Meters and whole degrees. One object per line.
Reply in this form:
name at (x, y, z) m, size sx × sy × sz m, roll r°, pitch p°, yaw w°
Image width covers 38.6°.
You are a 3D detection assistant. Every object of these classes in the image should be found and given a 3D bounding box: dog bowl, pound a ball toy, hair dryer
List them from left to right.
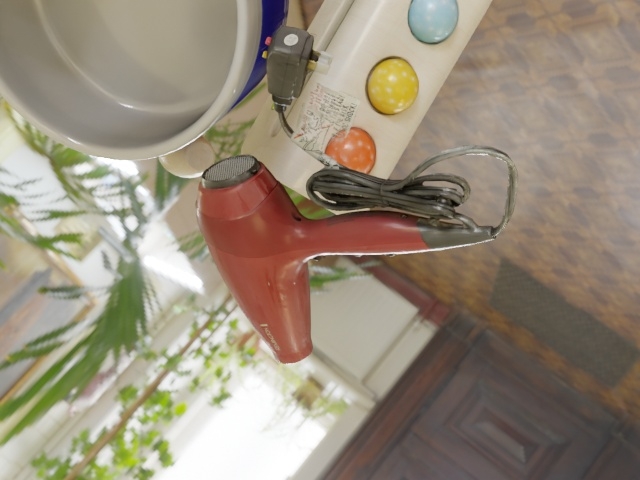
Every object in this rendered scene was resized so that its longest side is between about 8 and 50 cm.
dog bowl at (-0.163, -0.207, 0.759) m, size 0.264 × 0.104 × 0.265 m, roll 8°, pitch 117°, yaw 16°
hair dryer at (0.000, 0.000, 0.728) m, size 0.223 × 0.080 × 0.294 m, roll 36°, pitch 134°, yaw 9°
pound a ball toy at (0.010, -0.159, 0.905) m, size 0.208 × 0.319 × 0.135 m, roll 29°, pitch -177°, yaw -31°
